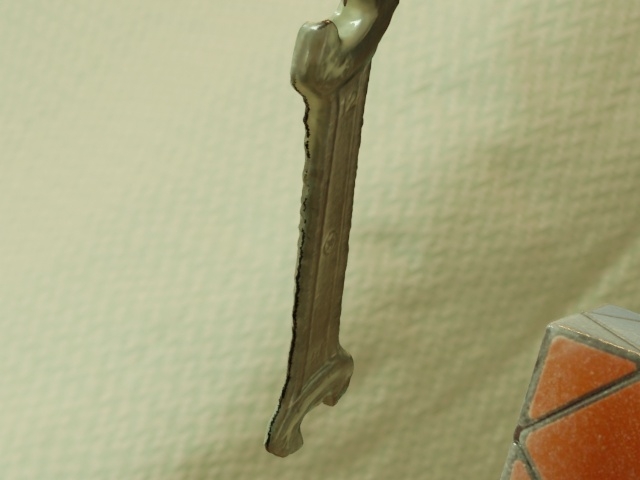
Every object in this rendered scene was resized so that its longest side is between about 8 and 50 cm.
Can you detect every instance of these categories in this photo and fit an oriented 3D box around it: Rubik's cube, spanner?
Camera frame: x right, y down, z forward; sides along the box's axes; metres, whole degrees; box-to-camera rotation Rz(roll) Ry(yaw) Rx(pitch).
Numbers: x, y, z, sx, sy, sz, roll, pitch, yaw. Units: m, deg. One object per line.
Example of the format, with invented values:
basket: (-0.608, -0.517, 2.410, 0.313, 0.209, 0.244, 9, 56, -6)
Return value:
Rubik's cube: (0.286, 0.186, 1.571, 0.205, 0.205, 0.207, 18, 101, 21)
spanner: (0.000, 0.000, 0.847, 0.017, 0.302, 0.071, 32, 53, 23)
